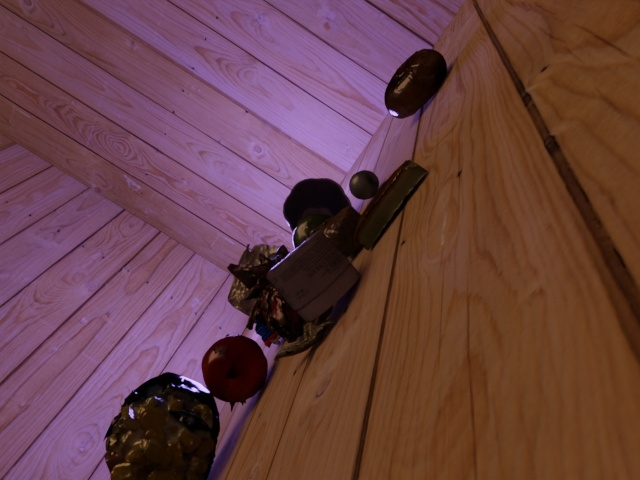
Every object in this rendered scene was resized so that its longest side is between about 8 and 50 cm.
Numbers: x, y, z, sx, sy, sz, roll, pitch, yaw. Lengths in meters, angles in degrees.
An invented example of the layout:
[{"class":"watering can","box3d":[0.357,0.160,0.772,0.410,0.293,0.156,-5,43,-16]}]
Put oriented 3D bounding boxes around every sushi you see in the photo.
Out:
[{"class":"sushi","box3d":[-0.443,0.565,1.438,0.328,0.328,0.285,-66,7,-18]}]

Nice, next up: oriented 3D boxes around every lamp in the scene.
[{"class":"lamp","box3d":[0.152,-0.192,1.728,0.105,0.105,0.105,-57,5,8]}]

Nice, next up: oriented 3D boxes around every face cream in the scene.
[{"class":"face cream","box3d":[-0.019,0.082,1.182,0.177,0.153,0.177,-42,3,2]}]

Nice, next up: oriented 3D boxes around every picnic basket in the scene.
[{"class":"picnic basket","box3d":[0.045,-0.003,1.436,0.178,0.128,0.138,-31,19,39]}]

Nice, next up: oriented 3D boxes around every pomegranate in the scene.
[{"class":"pomegranate","box3d":[0.000,0.000,1.750,0.181,0.181,0.224,-58,-17,2]},{"class":"pomegranate","box3d":[-0.269,0.410,1.560,0.210,0.210,0.235,-68,-15,-63]}]

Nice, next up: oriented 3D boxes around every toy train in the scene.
[{"class":"toy train","box3d":[-0.166,0.286,1.702,0.082,0.131,0.204,-62,6,-34]}]

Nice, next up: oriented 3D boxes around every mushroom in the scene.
[{"class":"mushroom","box3d":[0.355,-0.597,1.899,0.297,0.163,0.278,-62,7,-26]}]

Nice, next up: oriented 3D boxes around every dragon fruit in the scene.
[{"class":"dragon fruit","box3d":[-0.092,0.190,1.428,0.182,0.189,0.182,-37,-34,-31]}]

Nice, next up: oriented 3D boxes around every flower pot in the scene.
[{"class":"flower pot","box3d":[-0.017,-0.093,2.008,0.265,0.265,0.243,-59,-4,-13]}]

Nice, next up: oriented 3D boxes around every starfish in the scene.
[{"class":"starfish","box3d":[-0.034,0.226,1.199,0.208,0.053,0.176,-38,7,7]}]

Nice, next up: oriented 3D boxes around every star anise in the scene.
[{"class":"star anise","box3d":[-0.142,0.143,1.619,0.350,0.292,0.109,-19,-42,-36]}]

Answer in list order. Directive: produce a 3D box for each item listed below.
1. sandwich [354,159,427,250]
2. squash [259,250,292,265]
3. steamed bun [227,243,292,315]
[{"class":"sandwich","box3d":[0.174,-0.116,1.277,0.245,0.063,0.212,-54,5,22]},{"class":"squash","box3d":[-0.120,0.140,1.761,0.219,0.219,0.041,-60,-17,-23]},{"class":"steamed bun","box3d":[-0.159,0.181,1.880,0.290,0.272,0.273,-60,-35,-20]}]
